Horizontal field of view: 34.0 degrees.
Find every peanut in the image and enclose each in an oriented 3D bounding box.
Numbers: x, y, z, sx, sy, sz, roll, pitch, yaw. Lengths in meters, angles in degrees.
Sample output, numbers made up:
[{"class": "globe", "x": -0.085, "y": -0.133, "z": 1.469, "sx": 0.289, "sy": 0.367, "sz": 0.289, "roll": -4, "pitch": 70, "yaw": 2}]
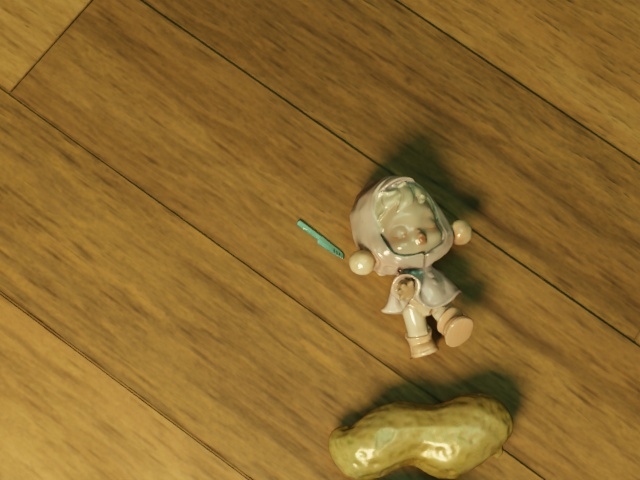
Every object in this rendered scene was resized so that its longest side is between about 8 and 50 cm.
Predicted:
[{"class": "peanut", "x": 0.142, "y": 0.276, "z": 1.467, "sx": 0.263, "sy": 0.101, "sz": 0.117, "roll": -3, "pitch": 55, "yaw": -4}]

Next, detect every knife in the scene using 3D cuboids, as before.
[{"class": "knife", "x": 0.000, "y": 0.000, "z": 1.584, "sx": 0.091, "sy": 0.005, "sz": 0.014, "roll": 36, "pitch": 74, "yaw": 6}]

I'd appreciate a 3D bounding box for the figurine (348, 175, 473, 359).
[{"class": "figurine", "x": 0.130, "y": 0.031, "z": 1.522, "sx": 0.200, "sy": 0.133, "sz": 0.276, "roll": -16, "pitch": 80, "yaw": -20}]
